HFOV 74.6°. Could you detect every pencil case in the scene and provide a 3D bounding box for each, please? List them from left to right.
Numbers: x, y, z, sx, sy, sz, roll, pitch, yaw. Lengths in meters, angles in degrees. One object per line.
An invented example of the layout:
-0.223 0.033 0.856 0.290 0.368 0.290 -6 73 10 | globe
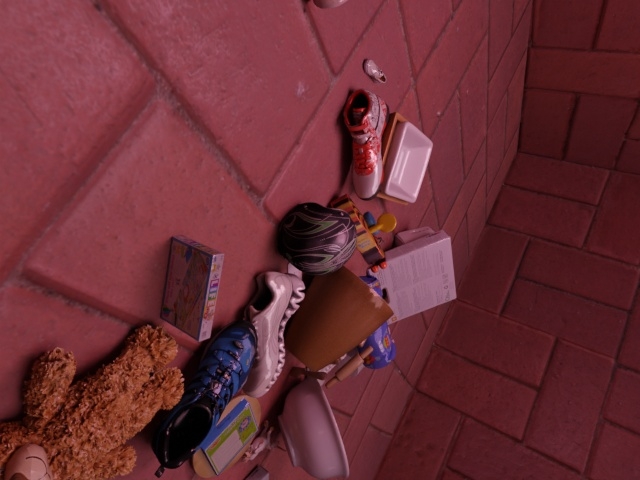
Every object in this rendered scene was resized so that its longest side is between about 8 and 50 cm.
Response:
0.161 0.257 1.354 0.133 0.119 0.307 -23 106 -27 | pencil case

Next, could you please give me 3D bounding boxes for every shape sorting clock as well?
-0.224 0.471 1.019 0.206 0.040 0.206 -33 135 -41 | shape sorting clock

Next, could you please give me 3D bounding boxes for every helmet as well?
0.000 0.000 0.983 0.169 0.161 0.170 -37 137 -44 | helmet

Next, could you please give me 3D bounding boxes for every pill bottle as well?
0.150 0.376 1.509 0.221 0.121 0.121 -38 138 -43 | pill bottle

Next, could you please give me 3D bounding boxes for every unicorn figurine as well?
-0.162 0.566 1.176 0.161 0.060 0.111 -8 125 -42 | unicorn figurine

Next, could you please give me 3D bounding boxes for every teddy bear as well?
-0.340 0.268 0.629 0.338 0.113 0.245 -6 110 -58 | teddy bear

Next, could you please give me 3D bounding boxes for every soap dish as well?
0.223 -0.236 1.261 0.290 0.118 0.229 3 105 -59 | soap dish

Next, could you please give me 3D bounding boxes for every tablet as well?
-0.065 0.082 1.084 0.054 0.006 0.083 -38 137 -43 | tablet

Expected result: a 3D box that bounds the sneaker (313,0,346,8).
0.072 -0.588 0.799 0.302 0.108 0.121 -58 153 -18 | sneaker

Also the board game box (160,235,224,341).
-0.221 0.080 0.719 0.026 0.103 0.154 -8 115 -58 | board game box

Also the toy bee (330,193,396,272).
0.139 -0.001 1.186 0.298 0.162 0.195 18 131 -40 | toy bee

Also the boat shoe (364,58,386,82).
0.145 -0.436 1.089 0.100 0.035 0.035 22 89 -61 | boat shoe

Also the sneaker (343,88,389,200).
0.105 -0.244 1.073 0.145 0.090 0.271 7 92 -60 | sneaker

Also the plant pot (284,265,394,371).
0.026 0.216 1.128 0.254 0.237 0.237 -49 147 -9 | plant pot

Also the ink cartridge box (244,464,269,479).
-0.236 0.798 1.195 0.224 0.045 0.224 -28 130 -49 | ink cartridge box

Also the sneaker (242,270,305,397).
-0.135 0.207 0.959 0.118 0.110 0.293 26 77 -53 | sneaker

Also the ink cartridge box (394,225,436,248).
0.376 0.067 1.666 0.158 0.092 0.218 -13 124 -16 | ink cartridge box

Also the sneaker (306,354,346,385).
0.025 0.364 1.321 0.087 0.092 0.229 -3 111 -60 | sneaker

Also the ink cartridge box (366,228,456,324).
0.349 0.151 1.609 0.329 0.071 0.324 -20 126 -3 | ink cartridge box

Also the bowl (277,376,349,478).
-0.039 0.546 1.200 0.133 0.298 0.298 -16 128 -15 | bowl

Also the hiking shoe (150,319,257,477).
-0.207 0.297 0.818 0.113 0.132 0.304 34 71 -14 | hiking shoe

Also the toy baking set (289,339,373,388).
0.035 0.331 1.200 0.256 0.196 0.030 -42 117 -9 | toy baking set
